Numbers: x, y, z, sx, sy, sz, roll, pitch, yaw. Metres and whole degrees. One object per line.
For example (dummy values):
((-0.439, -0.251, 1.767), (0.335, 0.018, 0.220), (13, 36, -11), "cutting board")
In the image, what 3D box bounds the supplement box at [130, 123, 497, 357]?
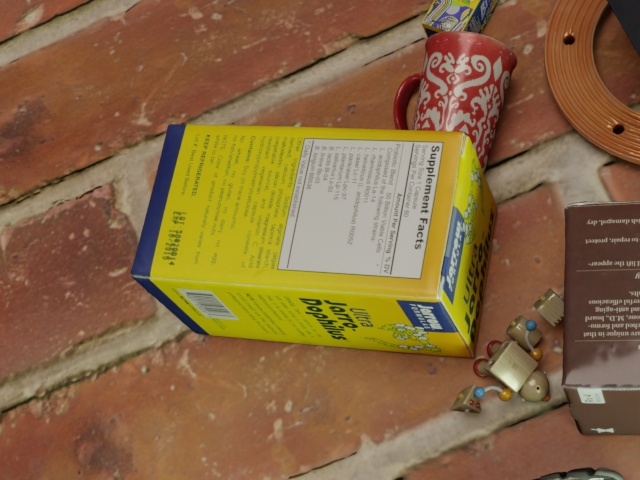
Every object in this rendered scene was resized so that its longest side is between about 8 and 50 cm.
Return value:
((0.000, 0.000, 1.466), (0.356, 0.195, 0.194), (4, 68, 20), "supplement box")

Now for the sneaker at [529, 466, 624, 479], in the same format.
((0.194, 0.309, 1.332), (0.267, 0.101, 0.106), (-23, 73, 15), "sneaker")

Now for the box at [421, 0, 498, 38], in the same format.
((0.194, -0.320, 1.628), (0.059, 0.054, 0.169), (23, 74, 25), "box")

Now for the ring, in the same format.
((0.433, -0.230, 1.524), (0.336, 0.032, 0.337), (-7, 64, 14), "ring")

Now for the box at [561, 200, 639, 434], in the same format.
((0.341, 0.082, 1.332), (0.167, 0.168, 0.203), (-2, 66, 16), "box")

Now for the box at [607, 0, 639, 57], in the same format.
((0.492, -0.260, 1.341), (0.312, 0.179, 0.343), (-36, 58, 26), "box")

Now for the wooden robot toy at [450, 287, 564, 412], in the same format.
((0.222, 0.141, 1.418), (0.079, 0.076, 0.173), (41, 82, -7), "wooden robot toy")

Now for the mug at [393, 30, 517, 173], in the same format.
((0.157, -0.143, 1.549), (0.113, 0.150, 0.169), (18, 74, -14), "mug")
